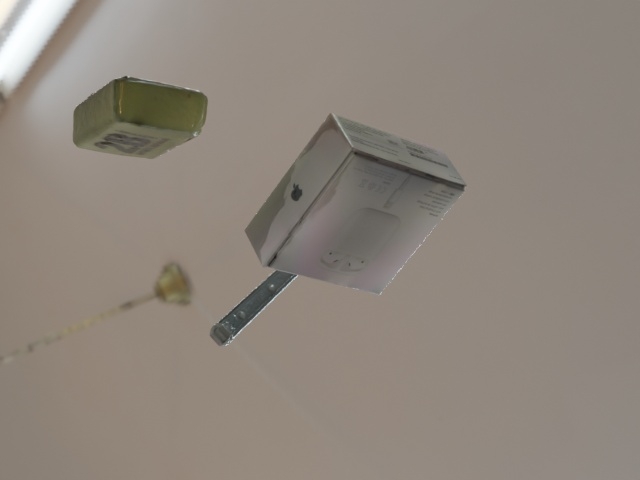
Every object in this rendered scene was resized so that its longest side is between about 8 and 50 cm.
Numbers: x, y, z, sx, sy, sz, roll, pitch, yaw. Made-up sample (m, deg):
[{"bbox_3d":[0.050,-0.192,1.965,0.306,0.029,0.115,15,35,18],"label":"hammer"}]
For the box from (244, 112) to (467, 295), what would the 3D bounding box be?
[{"bbox_3d":[0.029,-0.025,1.113,0.129,0.130,0.051,-52,-136,26],"label":"box"}]

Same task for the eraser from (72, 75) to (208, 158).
[{"bbox_3d":[-0.220,-0.144,1.641,0.172,0.117,0.058,-16,-112,62],"label":"eraser"}]

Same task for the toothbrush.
[{"bbox_3d":[0.001,-0.001,1.480,0.025,0.342,0.030,47,-30,0],"label":"toothbrush"}]
